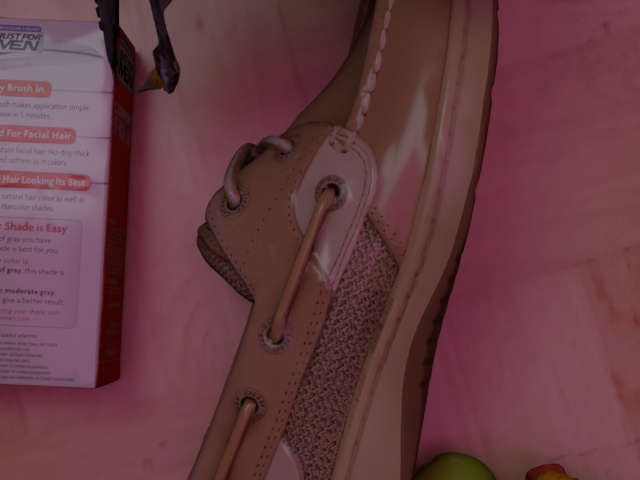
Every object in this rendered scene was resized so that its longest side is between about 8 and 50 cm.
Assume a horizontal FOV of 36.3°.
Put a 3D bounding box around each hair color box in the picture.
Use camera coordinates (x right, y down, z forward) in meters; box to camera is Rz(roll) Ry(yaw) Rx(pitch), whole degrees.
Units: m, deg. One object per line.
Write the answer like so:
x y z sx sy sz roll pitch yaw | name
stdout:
-0.140 -0.017 0.460 0.093 0.053 0.167 3 87 0 | hair color box

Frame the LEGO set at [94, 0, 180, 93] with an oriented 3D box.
-0.071 -0.240 0.352 0.192 0.255 0.332 -11 67 -11 | LEGO set

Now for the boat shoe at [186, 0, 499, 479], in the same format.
0.000 0.000 0.428 0.110 0.121 0.341 11 87 -1 | boat shoe

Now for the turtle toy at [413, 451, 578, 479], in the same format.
0.101 0.140 0.446 0.130 0.066 0.095 23 109 3 | turtle toy
